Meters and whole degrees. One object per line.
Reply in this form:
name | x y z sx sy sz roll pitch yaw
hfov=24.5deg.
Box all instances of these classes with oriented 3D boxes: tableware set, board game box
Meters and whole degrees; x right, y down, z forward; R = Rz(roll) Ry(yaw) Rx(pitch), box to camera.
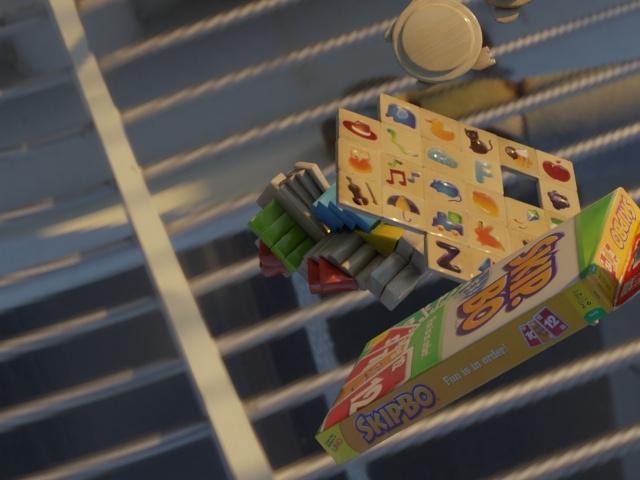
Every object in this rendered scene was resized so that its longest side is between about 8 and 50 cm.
tableware set | 0.081 -0.197 1.048 0.141 0.020 0.169 -39 81 -5
board game box | 0.113 0.053 0.975 0.259 0.124 0.039 -32 103 32

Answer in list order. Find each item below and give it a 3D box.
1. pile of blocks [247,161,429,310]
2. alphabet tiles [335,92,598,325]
pile of blocks | 0.000 0.000 1.741 0.112 0.362 0.149 -43 114 -22
alphabet tiles | 0.121 -0.035 1.248 0.237 0.198 0.009 18 133 -16
